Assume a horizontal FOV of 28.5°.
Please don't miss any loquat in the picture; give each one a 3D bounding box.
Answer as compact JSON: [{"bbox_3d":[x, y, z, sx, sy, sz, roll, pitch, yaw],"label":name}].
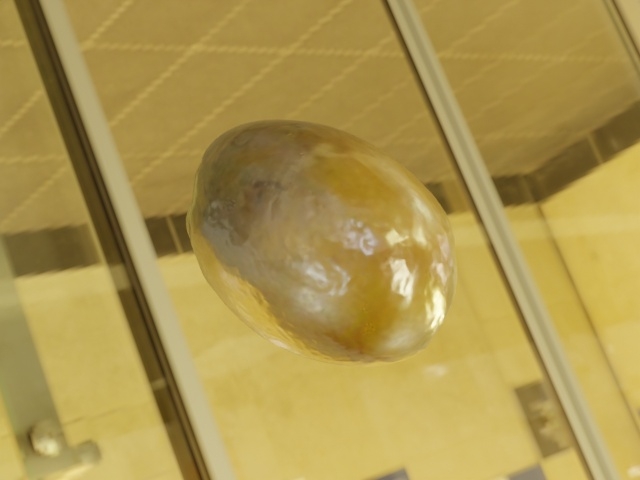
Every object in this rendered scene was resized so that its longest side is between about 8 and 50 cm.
[{"bbox_3d":[0.000,0.000,0.988,0.179,0.227,0.179,-54,-175,7],"label":"loquat"}]
